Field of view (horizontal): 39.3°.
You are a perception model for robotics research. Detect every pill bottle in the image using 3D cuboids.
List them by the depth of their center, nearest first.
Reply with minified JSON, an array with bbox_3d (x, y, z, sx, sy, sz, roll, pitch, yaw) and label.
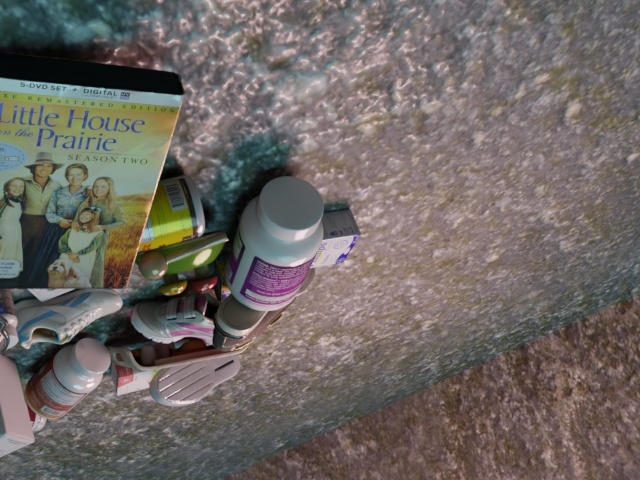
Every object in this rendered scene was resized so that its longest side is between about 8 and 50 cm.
[{"bbox_3d":[-0.320,-0.038,1.579,0.215,0.117,0.117,-15,154,-16],"label":"pill bottle"},{"bbox_3d":[-0.607,0.132,1.658,0.078,0.137,0.078,-19,155,-9],"label":"pill bottle"},{"bbox_3d":[-0.089,0.005,1.798,0.169,0.169,0.301,-11,154,-23],"label":"pill bottle"},{"bbox_3d":[-0.580,0.315,2.068,0.121,0.121,0.216,7,142,-47],"label":"pill bottle"},{"bbox_3d":[-0.753,0.433,2.204,0.086,0.086,0.152,-30,155,17],"label":"pill bottle"}]

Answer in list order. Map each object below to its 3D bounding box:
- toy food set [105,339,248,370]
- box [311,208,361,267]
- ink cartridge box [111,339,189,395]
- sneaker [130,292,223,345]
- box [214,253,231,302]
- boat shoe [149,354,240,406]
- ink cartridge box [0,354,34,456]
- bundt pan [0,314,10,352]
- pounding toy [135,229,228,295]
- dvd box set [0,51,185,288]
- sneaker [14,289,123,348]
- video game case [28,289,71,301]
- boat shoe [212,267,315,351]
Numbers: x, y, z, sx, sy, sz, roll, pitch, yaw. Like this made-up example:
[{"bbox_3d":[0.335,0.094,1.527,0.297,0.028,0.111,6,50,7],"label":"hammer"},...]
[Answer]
[{"bbox_3d":[-0.338,0.239,2.119,0.306,0.092,0.220,-7,179,-28],"label":"toy food set"},{"bbox_3d":[0.000,0.000,1.976,0.137,0.072,0.126,-9,151,-26],"label":"box"},{"bbox_3d":[-0.425,0.321,2.272,0.198,0.067,0.115,-12,153,-21],"label":"ink cartridge box"},{"bbox_3d":[-0.295,0.162,1.997,0.253,0.103,0.111,6,134,-14],"label":"sneaker"},{"bbox_3d":[-0.204,0.090,2.010,0.059,0.054,0.169,-15,155,-15],"label":"box"},{"bbox_3d":[-0.319,0.344,2.211,0.094,0.109,0.302,-24,173,33],"label":"boat shoe"},{"bbox_3d":[-0.793,0.395,1.954,0.278,0.201,0.117,-25,155,5],"label":"ink cartridge box"},{"bbox_3d":[-0.707,0.176,1.514,0.331,0.124,0.330,2,138,2],"label":"bundt pan"},{"bbox_3d":[-0.257,0.054,1.706,0.183,0.110,0.237,-15,-175,-10],"label":"pounding toy"},{"bbox_3d":[-0.400,-0.084,1.343,0.308,0.062,0.420,2,135,-27],"label":"dvd box set"},{"bbox_3d":[-0.517,0.161,1.846,0.229,0.092,0.087,-12,152,-24],"label":"sneaker"},{"bbox_3d":[-0.507,0.061,1.740,0.143,0.019,0.157,-21,155,-3],"label":"video game case"},{"bbox_3d":[-0.126,0.133,1.977,0.324,0.117,0.096,-41,163,-49],"label":"boat shoe"}]
